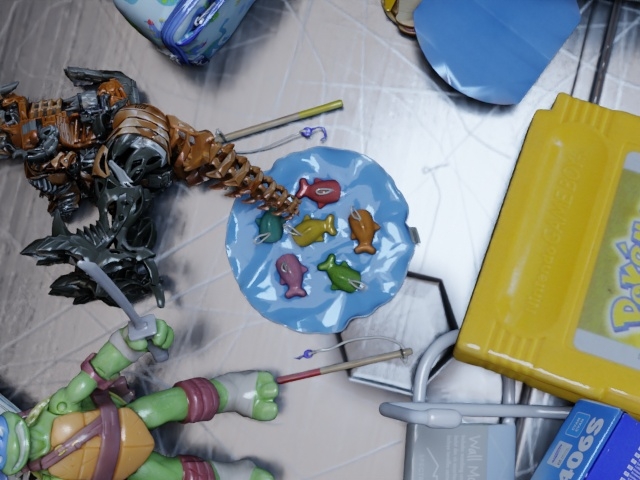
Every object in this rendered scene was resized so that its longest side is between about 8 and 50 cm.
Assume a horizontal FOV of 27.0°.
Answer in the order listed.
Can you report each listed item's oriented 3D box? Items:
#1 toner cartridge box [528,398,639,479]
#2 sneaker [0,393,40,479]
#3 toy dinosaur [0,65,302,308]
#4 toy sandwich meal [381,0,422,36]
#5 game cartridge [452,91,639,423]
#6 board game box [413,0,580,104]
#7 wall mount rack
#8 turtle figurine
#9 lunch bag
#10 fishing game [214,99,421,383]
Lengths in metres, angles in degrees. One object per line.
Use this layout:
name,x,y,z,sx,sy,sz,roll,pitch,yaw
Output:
toner cartridge box,0.328,0.299,1.165,0.348,0.075,0.165,36,79,-16
sneaker,-0.296,0.203,1.270,0.237,0.086,0.085,34,87,4
toy dinosaur,-0.191,-0.061,1.257,0.322,0.164,0.218,3,69,25
toy sandwich meal,0.096,-0.241,1.303,0.086,0.029,0.085,0,86,3
game cartridge,0.314,0.031,1.218,0.324,0.052,0.285,20,68,3
board game box,0.165,-0.210,1.293,0.133,0.033,0.168,38,74,-2
wall mount rack,0.196,0.259,1.222,0.304,0.130,0.350,4,87,-24
turtle figurine,-0.141,0.177,1.162,0.275,0.266,0.198,-45,53,38
lunch bag,-0.094,-0.271,1.243,0.090,0.176,0.219,38,88,5
fishing game,0.000,0.000,1.289,0.189,0.041,0.264,-12,86,5
